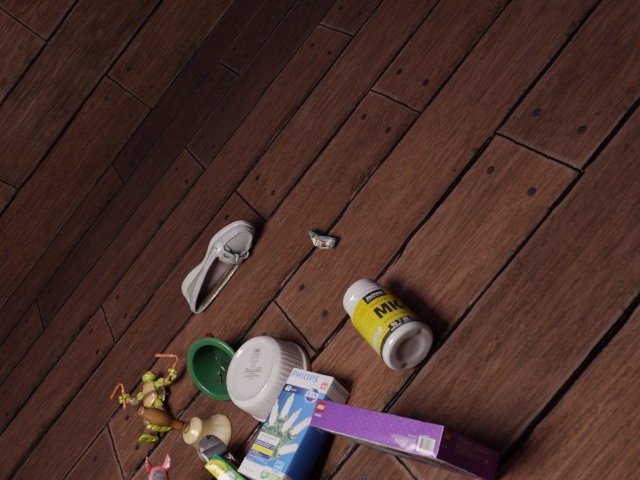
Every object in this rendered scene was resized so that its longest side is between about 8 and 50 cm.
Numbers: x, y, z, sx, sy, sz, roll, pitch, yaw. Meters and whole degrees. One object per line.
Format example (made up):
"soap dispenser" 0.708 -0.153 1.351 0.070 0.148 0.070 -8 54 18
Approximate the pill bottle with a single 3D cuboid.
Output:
"pill bottle" 0.140 0.176 1.389 0.119 0.119 0.208 -51 39 5

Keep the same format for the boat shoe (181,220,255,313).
"boat shoe" -0.300 0.079 1.921 0.320 0.118 0.103 -48 45 15

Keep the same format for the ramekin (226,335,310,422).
"ramekin" -0.136 0.332 1.567 0.207 0.109 0.207 -26 46 31

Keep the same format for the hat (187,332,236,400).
"hat" -0.253 0.315 1.765 0.208 0.183 0.173 46 115 8

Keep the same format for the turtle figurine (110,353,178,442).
"turtle figurine" -0.495 0.468 1.853 0.269 0.087 0.217 -30 51 15

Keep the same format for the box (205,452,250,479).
"box" -0.167 0.545 1.399 0.179 0.105 0.043 38 75 20

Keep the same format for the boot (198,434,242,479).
"boot" -0.207 0.563 1.513 0.082 0.106 0.219 -31 66 -11

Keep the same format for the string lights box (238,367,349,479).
"string lights box" -0.056 0.421 1.408 0.133 0.077 0.260 2 53 45

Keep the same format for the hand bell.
"hand bell" -0.350 0.461 1.586 0.126 0.242 0.126 -25 48 31

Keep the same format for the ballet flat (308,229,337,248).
"ballet flat" 0.000 0.000 1.727 0.114 0.041 0.041 23 80 52

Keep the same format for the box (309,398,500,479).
"box" 0.151 0.365 1.176 0.293 0.201 0.057 -1 63 45

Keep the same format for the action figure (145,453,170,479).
"action figure" -0.347 0.663 1.402 0.248 0.275 0.370 -22 74 11
